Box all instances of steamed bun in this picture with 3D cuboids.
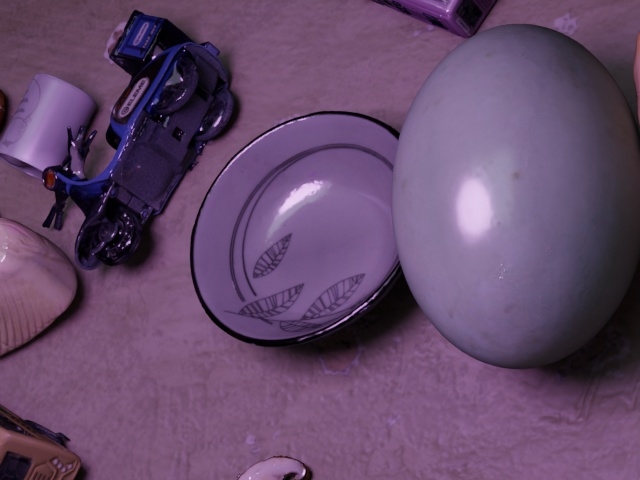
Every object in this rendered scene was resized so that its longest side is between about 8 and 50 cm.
[{"bbox_3d":[-0.448,0.050,2.045,0.239,0.170,0.152,-32,46,22],"label":"steamed bun"}]

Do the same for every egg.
[{"bbox_3d":[0.214,-0.051,1.647,0.276,0.276,0.388,-7,68,27],"label":"egg"}]

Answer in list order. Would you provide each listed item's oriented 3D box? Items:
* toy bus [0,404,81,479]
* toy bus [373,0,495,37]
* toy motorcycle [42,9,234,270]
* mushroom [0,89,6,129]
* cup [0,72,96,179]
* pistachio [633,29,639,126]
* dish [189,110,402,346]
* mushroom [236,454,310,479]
[{"bbox_3d":[-0.495,0.254,1.957,0.365,0.202,0.176,24,82,36],"label":"toy bus"},{"bbox_3d":[0.125,-0.337,1.943,0.199,0.096,0.108,28,88,33],"label":"toy bus"},{"bbox_3d":[-0.255,-0.127,2.052,0.213,0.125,0.358,18,76,43],"label":"toy motorcycle"},{"bbox_3d":[-0.511,-0.175,2.254,0.123,0.052,0.123,-13,55,20],"label":"mushroom"},{"bbox_3d":[-0.400,-0.161,2.155,0.136,0.099,0.133,18,79,34],"label":"cup"},{"bbox_3d":[0.437,-0.123,1.602,0.230,0.230,0.308,-24,54,18],"label":"pistachio"},{"bbox_3d":[0.000,0.000,1.854,0.317,0.106,0.316,-13,60,23],"label":"dish"},{"bbox_3d":[-0.057,0.281,1.807,0.101,0.019,0.049,-15,61,26],"label":"mushroom"}]
